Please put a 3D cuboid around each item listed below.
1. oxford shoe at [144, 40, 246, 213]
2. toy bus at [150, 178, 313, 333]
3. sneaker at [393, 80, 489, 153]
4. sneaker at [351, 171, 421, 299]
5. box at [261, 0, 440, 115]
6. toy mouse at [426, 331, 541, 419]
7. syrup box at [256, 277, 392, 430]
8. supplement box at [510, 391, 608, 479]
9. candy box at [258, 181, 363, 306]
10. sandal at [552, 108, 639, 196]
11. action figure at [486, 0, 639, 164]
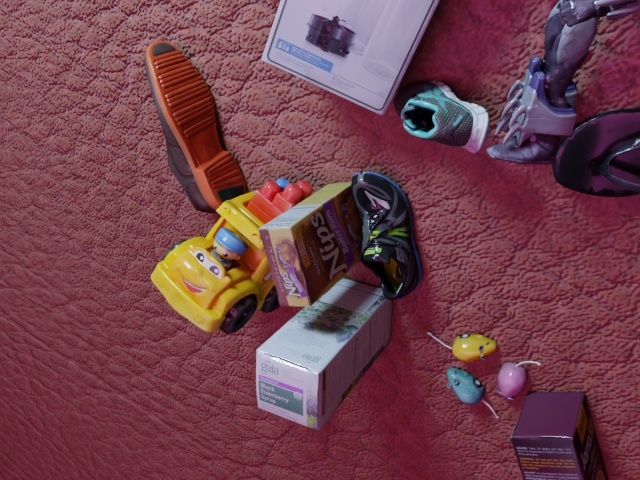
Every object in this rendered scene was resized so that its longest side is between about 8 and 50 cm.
[{"bbox_3d":[-0.212,-0.162,0.966,0.098,0.097,0.271,-8,108,40],"label":"oxford shoe"},{"bbox_3d":[-0.101,0.002,0.902,0.149,0.220,0.211,42,121,14],"label":"toy bus"},{"bbox_3d":[0.122,-0.151,0.738,0.166,0.076,0.064,-136,51,-57],"label":"sneaker"},{"bbox_3d":[0.088,-0.005,0.863,0.067,0.078,0.188,-9,107,34],"label":"sneaker"},{"bbox_3d":[0.060,-0.308,0.703,0.169,0.087,0.289,26,125,-2],"label":"box"},{"bbox_3d":[0.234,0.203,0.901,0.161,0.031,0.143,-3,111,33],"label":"toy mouse"},{"bbox_3d":[0.013,0.147,0.882,0.093,0.237,0.096,13,118,25],"label":"syrup box"},{"bbox_3d":[0.327,0.310,0.849,0.081,0.104,0.188,-10,107,34],"label":"supplement box"},{"bbox_3d":[0.000,0.000,0.851,0.053,0.187,0.109,-2,111,33],"label":"candy box"},{"bbox_3d":[0.373,-0.088,0.661,0.255,0.054,0.097,3,114,31],"label":"sandal"},{"bbox_3d":[0.245,-0.217,0.615,0.099,0.185,0.284,10,125,0],"label":"action figure"}]
